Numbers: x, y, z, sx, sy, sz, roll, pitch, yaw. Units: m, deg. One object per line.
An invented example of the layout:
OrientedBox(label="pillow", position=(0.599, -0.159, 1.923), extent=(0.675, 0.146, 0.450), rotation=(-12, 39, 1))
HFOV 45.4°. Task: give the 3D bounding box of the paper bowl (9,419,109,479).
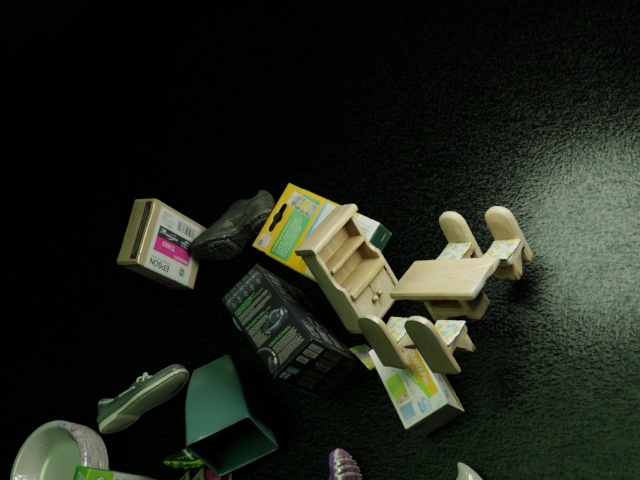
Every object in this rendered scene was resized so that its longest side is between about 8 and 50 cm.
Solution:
OrientedBox(label="paper bowl", position=(-0.694, 0.643, 2.082), extent=(0.284, 0.148, 0.284), rotation=(-14, 62, 28))

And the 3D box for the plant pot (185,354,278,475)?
OrientedBox(label="plant pot", position=(-0.232, 0.413, 1.876), extent=(0.166, 0.165, 0.234), rotation=(-27, 42, 5))

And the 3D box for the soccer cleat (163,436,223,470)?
OrientedBox(label="soccer cleat", position=(-0.319, 0.543, 1.954), extent=(0.179, 0.060, 0.072), rotation=(-13, 53, 20))

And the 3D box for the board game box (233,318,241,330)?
OrientedBox(label="board game box", position=(-0.157, 0.173, 2.032), extent=(0.168, 0.033, 0.133), rotation=(-45, 48, 1))

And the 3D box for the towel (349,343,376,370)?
OrientedBox(label="towel", position=(0.112, 0.276, 1.801), extent=(0.083, 0.060, 0.009), rotation=(42, 123, 37))

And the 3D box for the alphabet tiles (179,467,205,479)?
OrientedBox(label="alphabet tiles", position=(-0.358, 0.707, 1.810), extent=(0.285, 0.011, 0.342), rotation=(-50, 20, 7))

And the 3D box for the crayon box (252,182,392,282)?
OrientedBox(label="crayon box", position=(0.000, 0.000, 1.978), extent=(0.323, 0.083, 0.203), rotation=(27, 85, 37))

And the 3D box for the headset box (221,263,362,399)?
OrientedBox(label="headset box", position=(-0.073, 0.212, 1.824), extent=(0.131, 0.246, 0.283), rotation=(-45, 54, 7))

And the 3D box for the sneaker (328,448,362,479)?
OrientedBox(label="sneaker", position=(0.040, 0.583, 1.689), extent=(0.105, 0.095, 0.236), rotation=(-27, 58, 29))

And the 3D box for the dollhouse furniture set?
OrientedBox(label="dollhouse furniture set", position=(0.180, 0.058, 1.645), extent=(0.394, 0.256, 0.362), rotation=(-5, 35, 49))

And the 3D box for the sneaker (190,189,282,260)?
OrientedBox(label="sneaker", position=(-0.239, -0.041, 2.149), extent=(0.286, 0.109, 0.130), rotation=(-26, 48, 12))

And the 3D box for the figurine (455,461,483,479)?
OrientedBox(label="figurine", position=(0.324, 0.569, 1.520), extent=(0.209, 0.092, 0.214), rotation=(14, 76, 40))

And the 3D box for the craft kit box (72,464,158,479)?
OrientedBox(label="craft kit box", position=(-0.534, 0.698, 1.894), extent=(0.061, 0.250, 0.246), rotation=(0, 70, 32))

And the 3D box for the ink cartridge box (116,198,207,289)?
OrientedBox(label="ink cartridge box", position=(-0.439, 0.014, 2.151), extent=(0.088, 0.235, 0.193), rotation=(-1, 69, 33))

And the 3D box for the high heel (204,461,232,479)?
OrientedBox(label="high heel", position=(-0.241, 0.659, 1.834), extent=(0.117, 0.082, 0.244), rotation=(-38, 40, 24))

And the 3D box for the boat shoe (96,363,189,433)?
OrientedBox(label="boat shoe", position=(-0.493, 0.411, 2.084), extent=(0.319, 0.116, 0.099), rotation=(-37, 58, 19))

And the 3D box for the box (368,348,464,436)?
OrientedBox(label="box", position=(0.210, 0.311, 1.692), extent=(0.114, 0.103, 0.203), rotation=(-36, 54, 14))
